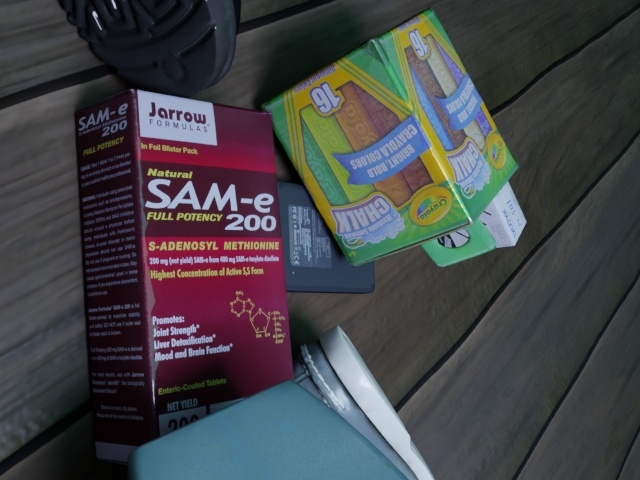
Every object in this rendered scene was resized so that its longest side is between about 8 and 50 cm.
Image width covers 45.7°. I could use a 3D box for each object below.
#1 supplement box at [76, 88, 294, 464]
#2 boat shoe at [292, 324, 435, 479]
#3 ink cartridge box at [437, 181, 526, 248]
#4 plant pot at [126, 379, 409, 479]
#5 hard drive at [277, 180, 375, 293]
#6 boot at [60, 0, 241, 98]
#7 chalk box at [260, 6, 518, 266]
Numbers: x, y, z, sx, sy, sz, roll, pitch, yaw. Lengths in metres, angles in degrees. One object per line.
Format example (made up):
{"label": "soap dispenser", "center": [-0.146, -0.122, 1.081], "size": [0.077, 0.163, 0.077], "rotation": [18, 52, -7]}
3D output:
{"label": "supplement box", "center": [-0.092, 0.024, 0.538], "size": [0.130, 0.073, 0.239], "rotation": [-1, 83, -48]}
{"label": "boat shoe", "center": [0.044, 0.211, 0.670], "size": [0.099, 0.116, 0.319], "rotation": [-30, 122, -2]}
{"label": "ink cartridge box", "center": [0.126, -0.082, 0.784], "size": [0.207, 0.097, 0.046], "rotation": [59, 46, -23]}
{"label": "plant pot", "center": [-0.011, 0.210, 0.412], "size": [0.166, 0.165, 0.234], "rotation": [-20, 62, -28]}
{"label": "hard drive", "center": [0.000, 0.000, 0.684], "size": [0.135, 0.022, 0.094], "rotation": [6, 79, -48]}
{"label": "boot", "center": [-0.092, -0.299, 0.546], "size": [0.260, 0.131, 0.347], "rotation": [-39, 112, -45]}
{"label": "chalk box", "center": [0.075, -0.068, 0.666], "size": [0.213, 0.132, 0.132], "rotation": [60, 39, -8]}
